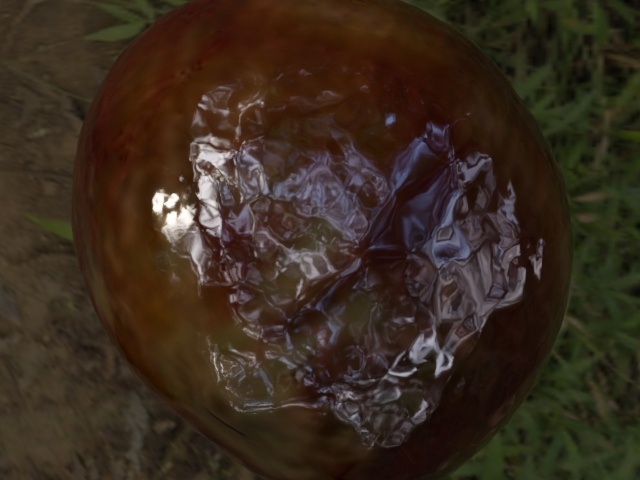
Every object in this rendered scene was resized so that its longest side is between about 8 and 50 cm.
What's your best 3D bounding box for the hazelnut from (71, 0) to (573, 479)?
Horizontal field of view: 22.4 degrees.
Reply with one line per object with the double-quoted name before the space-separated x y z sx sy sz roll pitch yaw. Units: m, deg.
"hazelnut" 0.000 0.000 1.234 0.352 0.421 0.421 -27 107 19
